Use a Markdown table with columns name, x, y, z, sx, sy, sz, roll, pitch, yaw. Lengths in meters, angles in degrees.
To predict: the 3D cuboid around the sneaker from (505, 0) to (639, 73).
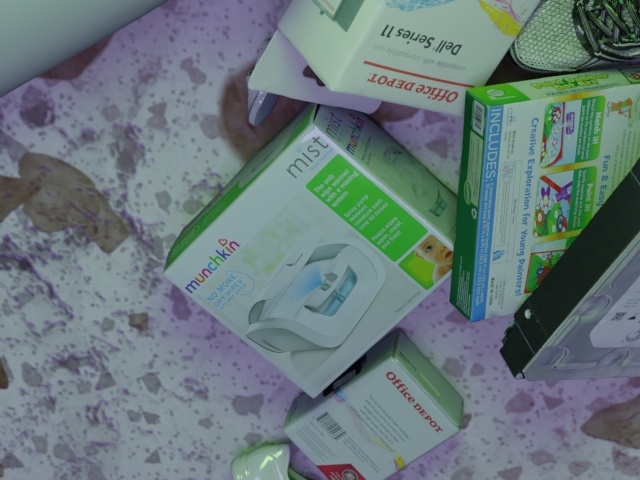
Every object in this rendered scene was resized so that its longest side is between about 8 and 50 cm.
| name | x | y | z | sx | sy | sz | roll | pitch | yaw |
| --- | --- | --- | --- | --- | --- | --- | --- | --- | --- |
| sneaker | 0.339 | -0.248 | 1.666 | 0.343 | 0.146 | 0.134 | -18 | 111 | 21 |

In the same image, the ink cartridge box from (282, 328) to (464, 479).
| name | x | y | z | sx | sy | sz | roll | pitch | yaw |
| --- | --- | --- | --- | --- | --- | --- | --- | --- | --- |
| ink cartridge box | 0.065 | 0.208 | 1.981 | 0.175 | 0.072 | 0.127 | -36 | 105 | 23 |

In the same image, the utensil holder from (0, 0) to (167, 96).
| name | x | y | z | sx | sy | sz | roll | pitch | yaw |
| --- | --- | --- | --- | --- | --- | --- | --- | --- | --- |
| utensil holder | -0.326 | -0.315 | 1.655 | 0.385 | 0.327 | 0.328 | -25 | 109 | 17 |

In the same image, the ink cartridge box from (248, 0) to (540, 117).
| name | x | y | z | sx | sy | sz | roll | pitch | yaw |
| --- | --- | --- | --- | --- | --- | --- | --- | --- | --- |
| ink cartridge box | 0.102 | -0.247 | 1.658 | 0.207 | 0.119 | 0.353 | 6 | 126 | -44 |

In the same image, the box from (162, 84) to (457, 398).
| name | x | y | z | sx | sy | sz | roll | pitch | yaw |
| --- | --- | --- | --- | --- | --- | --- | --- | --- | --- |
| box | 0.000 | 0.000 | 1.863 | 0.231 | 0.127 | 0.262 | 41 | 116 | -13 |

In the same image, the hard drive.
| name | x | y | z | sx | sy | sz | roll | pitch | yaw |
| --- | --- | --- | --- | --- | --- | --- | --- | --- | --- |
| hard drive | 0.361 | 0.022 | 1.741 | 0.237 | 0.064 | 0.339 | 2 | 138 | -35 |

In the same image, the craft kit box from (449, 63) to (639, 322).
| name | x | y | z | sx | sy | sz | roll | pitch | yaw |
| --- | --- | --- | --- | --- | --- | --- | --- | --- | --- |
| craft kit box | 0.261 | -0.053 | 1.761 | 0.246 | 0.061 | 0.250 | -8 | 118 | -21 |

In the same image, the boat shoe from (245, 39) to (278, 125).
| name | x | y | z | sx | sy | sz | roll | pitch | yaw |
| --- | --- | --- | --- | --- | --- | --- | --- | --- | --- |
| boat shoe | -0.065 | -0.175 | 1.840 | 0.035 | 0.035 | 0.100 | 34 | 125 | 23 |

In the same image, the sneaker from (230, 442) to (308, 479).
| name | x | y | z | sx | sy | sz | roll | pitch | yaw |
| --- | --- | --- | --- | --- | --- | --- | --- | --- | --- |
| sneaker | -0.026 | 0.346 | 2.070 | 0.094 | 0.080 | 0.212 | -24 | 109 | 7 |
